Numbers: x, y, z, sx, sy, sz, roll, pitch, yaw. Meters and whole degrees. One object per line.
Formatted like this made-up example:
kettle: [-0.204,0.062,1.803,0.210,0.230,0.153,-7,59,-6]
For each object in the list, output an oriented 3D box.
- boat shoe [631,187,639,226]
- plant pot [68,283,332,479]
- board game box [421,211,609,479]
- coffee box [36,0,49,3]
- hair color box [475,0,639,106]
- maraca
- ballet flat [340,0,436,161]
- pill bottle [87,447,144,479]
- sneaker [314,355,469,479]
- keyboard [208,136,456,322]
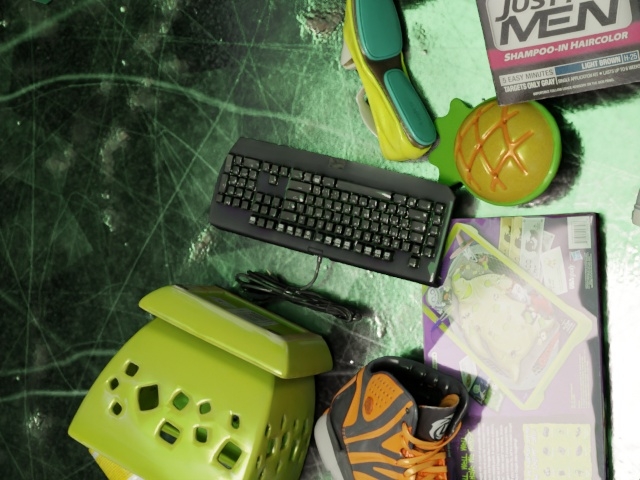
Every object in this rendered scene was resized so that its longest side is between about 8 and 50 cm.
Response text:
boat shoe: [0.451,-0.031,1.468,0.227,0.079,0.081,13,99,23]
plant pot: [-0.121,0.176,1.602,0.227,0.228,0.207,25,94,16]
board game box: [0.222,0.144,1.571,0.208,0.056,0.346,-2,90,16]
coffee box: [-0.325,-0.404,1.767,0.184,0.040,0.113,-33,80,17]
hair color box: [0.239,-0.331,1.451,0.174,0.105,0.347,-10,113,15]
maraca: [0.196,-0.105,1.555,0.186,0.099,0.127,12,92,46]
ballet flat: [0.065,-0.200,1.616,0.077,0.077,0.231,-25,82,46]
pill bottle: [-0.241,0.282,1.728,0.065,0.065,0.116,-41,77,15]
sneaker: [0.108,0.264,1.506,0.321,0.125,0.180,58,132,31]
keyboard: [0.000,0.000,1.633,0.317,0.033,0.201,15,97,29]
